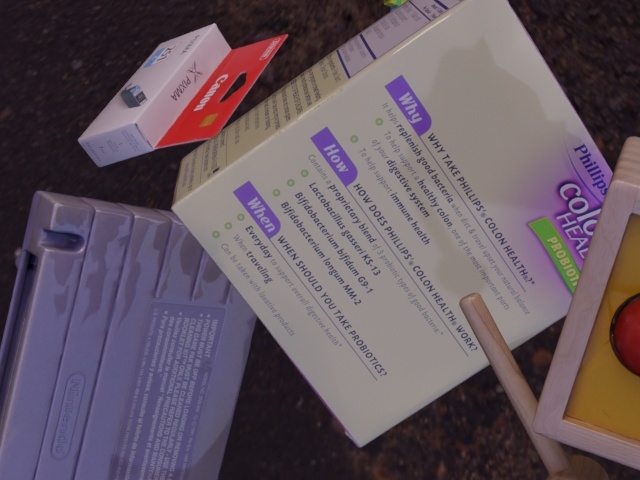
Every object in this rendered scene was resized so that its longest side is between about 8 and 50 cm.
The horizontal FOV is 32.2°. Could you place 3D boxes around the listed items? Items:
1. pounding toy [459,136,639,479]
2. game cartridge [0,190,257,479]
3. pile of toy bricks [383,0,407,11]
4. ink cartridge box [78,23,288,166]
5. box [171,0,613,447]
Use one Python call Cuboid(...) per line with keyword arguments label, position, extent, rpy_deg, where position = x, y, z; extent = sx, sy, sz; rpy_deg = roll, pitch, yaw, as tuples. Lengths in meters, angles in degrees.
Cuboid(label="pounding toy", position=(0.144, 0.066, 0.517), extent=(0.181, 0.094, 0.206), rpy_deg=(18, 114, 13))
Cuboid(label="game cartridge", position=(-0.178, 0.145, 0.969), extent=(0.230, 0.068, 0.355), rpy_deg=(8, 99, -44))
Cuboid(label="pile of toy bricks", position=(0.127, -0.337, 1.536), extent=(0.105, 0.118, 0.212), rpy_deg=(12, 82, -36))
Cuboid(label="ink cartridge box", position=(-0.224, -0.254, 1.823), extent=(0.261, 0.296, 0.066), rpy_deg=(-10, 126, 36))
Cuboid(label="box", position=(0.060, -0.025, 0.748), extent=(0.243, 0.117, 0.213), rpy_deg=(-34, 108, 9))
